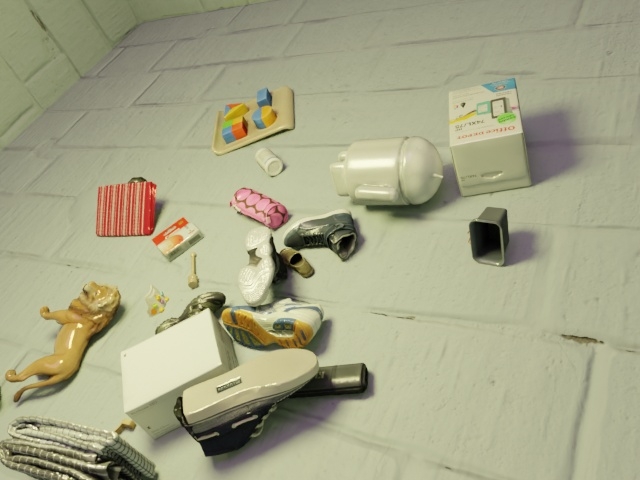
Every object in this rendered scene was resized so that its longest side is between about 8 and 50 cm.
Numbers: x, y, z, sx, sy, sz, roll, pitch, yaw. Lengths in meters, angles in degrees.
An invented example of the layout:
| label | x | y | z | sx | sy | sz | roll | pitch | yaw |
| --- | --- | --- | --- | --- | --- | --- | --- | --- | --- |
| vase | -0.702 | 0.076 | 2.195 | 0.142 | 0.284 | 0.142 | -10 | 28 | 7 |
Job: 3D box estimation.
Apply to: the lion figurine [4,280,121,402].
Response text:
| label | x | y | z | sx | sy | sz | roll | pitch | yaw |
| --- | --- | --- | --- | --- | --- | --- | --- | --- | --- |
| lion figurine | -0.762 | 0.307 | 1.751 | 0.240 | 0.142 | 0.392 | 1 | 62 | 18 |

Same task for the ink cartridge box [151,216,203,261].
| label | x | y | z | sx | sy | sz | roll | pitch | yaw |
| --- | --- | --- | --- | --- | --- | --- | --- | --- | --- |
| ink cartridge box | -0.505 | -0.019 | 2.006 | 0.145 | 0.045 | 0.179 | -38 | 45 | -15 |

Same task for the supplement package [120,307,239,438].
| label | x | y | z | sx | sy | sz | roll | pitch | yaw |
| --- | --- | --- | --- | --- | --- | --- | --- | --- | --- |
| supplement package | -0.356 | 0.339 | 1.483 | 0.261 | 0.145 | 0.204 | -27 | 41 | -1 |

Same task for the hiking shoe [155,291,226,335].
| label | x | y | z | sx | sy | sz | roll | pitch | yaw |
| --- | --- | --- | --- | --- | --- | --- | --- | --- | --- |
| hiking shoe | -0.353 | 0.241 | 1.645 | 0.226 | 0.086 | 0.114 | -37 | 55 | -4 |

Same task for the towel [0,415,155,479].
| label | x | y | z | sx | sy | sz | roll | pitch | yaw |
| --- | --- | --- | --- | --- | --- | --- | --- | --- | --- |
| towel | -0.546 | 0.507 | 1.307 | 0.283 | 0.235 | 0.121 | 6 | 55 | 15 |

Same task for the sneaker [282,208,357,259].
| label | x | y | z | sx | sy | sz | roll | pitch | yaw |
| --- | --- | --- | --- | --- | --- | --- | --- | --- | --- |
| sneaker | 0.000 | -0.002 | 1.701 | 0.226 | 0.086 | 0.163 | -21 | 39 | 4 |

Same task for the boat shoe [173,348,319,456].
| label | x | y | z | sx | sy | sz | roll | pitch | yaw |
| --- | --- | --- | --- | --- | --- | --- | --- | --- | --- |
| boat shoe | -0.153 | 0.378 | 1.347 | 0.340 | 0.158 | 0.127 | -18 | 29 | -5 |

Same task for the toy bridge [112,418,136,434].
| label | x | y | z | sx | sy | sz | roll | pitch | yaw |
| --- | --- | --- | --- | --- | --- | --- | --- | --- | --- |
| toy bridge | -0.540 | 0.539 | 1.458 | 0.063 | 0.026 | 0.188 | 2 | 48 | 28 |

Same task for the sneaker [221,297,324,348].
| label | x | y | z | sx | sy | sz | roll | pitch | yaw |
| --- | --- | --- | --- | --- | --- | --- | --- | --- | --- |
| sneaker | -0.125 | 0.214 | 1.549 | 0.296 | 0.112 | 0.131 | 4 | 29 | 30 |

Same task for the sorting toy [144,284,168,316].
| label | x | y | z | sx | sy | sz | roll | pitch | yaw |
| --- | --- | --- | --- | --- | --- | --- | --- | --- | --- |
| sorting toy | -0.511 | 0.178 | 1.779 | 0.044 | 0.075 | 0.083 | -6 | 45 | 21 |

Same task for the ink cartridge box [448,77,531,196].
| label | x | y | z | sx | sy | sz | roll | pitch | yaw |
| --- | --- | --- | --- | --- | --- | --- | --- | --- | --- |
| ink cartridge box | 0.487 | -0.298 | 1.678 | 0.198 | 0.197 | 0.270 | -9 | 44 | 19 |

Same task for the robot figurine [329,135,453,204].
| label | x | y | z | sx | sy | sz | roll | pitch | yaw |
| --- | --- | --- | --- | --- | --- | --- | --- | --- | --- |
| robot figurine | 0.209 | -0.206 | 1.720 | 0.353 | 0.200 | 0.300 | 2 | 40 | 28 |

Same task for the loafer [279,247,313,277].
| label | x | y | z | sx | sy | sz | roll | pitch | yaw |
| --- | --- | --- | --- | --- | --- | --- | --- | --- | --- |
| loafer | -0.075 | 0.055 | 1.706 | 0.056 | 0.050 | 0.148 | -42 | 44 | -18 |

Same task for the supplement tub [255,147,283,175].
| label | x | y | z | sx | sy | sz | roll | pitch | yaw |
| --- | --- | --- | --- | --- | --- | --- | --- | --- | --- |
| supplement tub | -0.187 | -0.286 | 2.101 | 0.071 | 0.071 | 0.107 | -33 | 42 | -8 |

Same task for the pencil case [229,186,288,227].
| label | x | y | z | sx | sy | sz | roll | pitch | yaw |
| --- | --- | --- | --- | --- | --- | --- | --- | --- | --- |
| pencil case | -0.206 | -0.105 | 1.911 | 0.098 | 0.095 | 0.209 | -17 | 29 | -41 |

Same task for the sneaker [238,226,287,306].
| label | x | y | z | sx | sy | sz | roll | pitch | yaw |
| --- | --- | --- | --- | --- | --- | --- | --- | --- | --- |
| sneaker | -0.152 | 0.098 | 1.624 | 0.101 | 0.153 | 0.269 | -14 | 45 | 13 |

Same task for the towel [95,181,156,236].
| label | x | y | z | sx | sy | sz | roll | pitch | yaw |
| --- | --- | --- | --- | --- | --- | --- | --- | --- | --- |
| towel | -0.726 | -0.114 | 2.152 | 0.274 | 0.031 | 0.199 | -1 | 84 | 26 |

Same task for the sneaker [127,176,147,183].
| label | x | y | z | sx | sy | sz | roll | pitch | yaw |
| --- | --- | --- | --- | --- | --- | --- | --- | --- | --- |
| sneaker | -0.762 | -0.173 | 2.270 | 0.227 | 0.087 | 0.130 | -37 | 11 | 17 |

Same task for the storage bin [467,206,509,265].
| label | x | y | z | sx | sy | sz | roll | pitch | yaw |
| --- | --- | --- | --- | --- | --- | --- | --- | --- | --- |
| storage bin | 0.433 | -0.018 | 1.476 | 0.098 | 0.135 | 0.091 | 9 | 40 | 34 |

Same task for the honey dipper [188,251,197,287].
| label | x | y | z | sx | sy | sz | roll | pitch | yaw |
| --- | --- | --- | --- | --- | --- | --- | --- | --- | --- |
| honey dipper | -0.408 | 0.090 | 1.857 | 0.030 | 0.031 | 0.161 | -21 | 38 | 6 |

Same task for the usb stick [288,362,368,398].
| label | x | y | z | sx | sy | sz | roll | pitch | yaw |
| --- | --- | --- | --- | --- | --- | --- | --- | --- | --- |
| usb stick | -0.019 | 0.339 | 1.388 | 0.277 | 0.045 | 0.077 | -9 | 44 | 18 |

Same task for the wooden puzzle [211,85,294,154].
| label | x | y | z | sx | sy | sz | roll | pitch | yaw |
| --- | --- | --- | --- | --- | --- | --- | --- | --- | --- |
| wooden puzzle | -0.284 | -0.515 | 2.379 | 0.347 | 0.081 | 0.322 | -16 | 42 | 11 |
